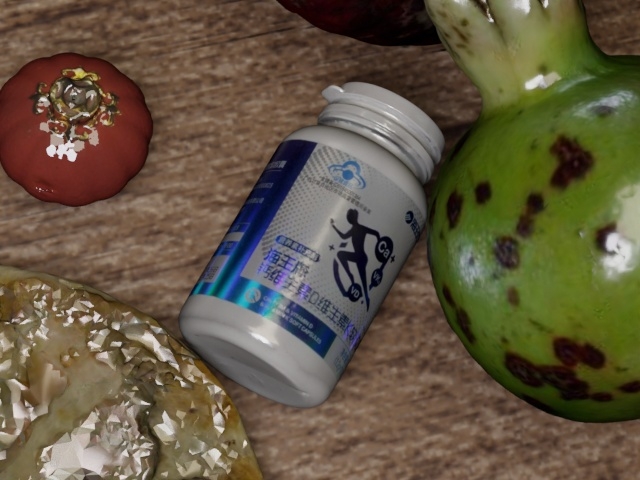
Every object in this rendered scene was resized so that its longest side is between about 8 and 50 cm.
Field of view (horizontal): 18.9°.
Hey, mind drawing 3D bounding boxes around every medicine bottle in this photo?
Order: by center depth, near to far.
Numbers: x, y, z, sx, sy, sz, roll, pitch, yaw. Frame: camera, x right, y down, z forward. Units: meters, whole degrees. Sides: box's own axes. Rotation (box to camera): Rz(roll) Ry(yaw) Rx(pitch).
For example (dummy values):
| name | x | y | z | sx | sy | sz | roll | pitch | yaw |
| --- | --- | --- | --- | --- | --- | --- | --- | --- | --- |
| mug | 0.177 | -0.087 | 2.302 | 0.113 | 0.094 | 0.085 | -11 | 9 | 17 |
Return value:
| name | x | y | z | sx | sy | sz | roll | pitch | yaw |
| --- | --- | --- | --- | --- | --- | --- | --- | --- | --- |
| medicine bottle | 0.000 | 0.000 | 1.194 | 0.107 | 0.107 | 0.191 | 29 | 72 | 2 |

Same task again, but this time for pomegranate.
| name | x | y | z | sx | sy | sz | roll | pitch | yaw |
| --- | --- | --- | --- | --- | --- | --- | --- | --- | --- |
| pomegranate | 0.159 | -0.034 | 1.126 | 0.242 | 0.306 | 0.242 | -18 | 38 | 15 |

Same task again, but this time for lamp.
| name | x | y | z | sx | sy | sz | roll | pitch | yaw |
| --- | --- | --- | --- | --- | --- | --- | --- | --- | --- |
| lamp | -0.155 | -0.070 | 1.204 | 0.101 | 0.090 | 0.101 | 4 | 70 | -10 |

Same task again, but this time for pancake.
| name | x | y | z | sx | sy | sz | roll | pitch | yaw |
| --- | --- | --- | --- | --- | --- | --- | --- | --- | --- |
| pancake | -0.228 | 0.187 | 1.126 | 0.382 | 0.071 | 0.382 | 2 | 75 | -7 |

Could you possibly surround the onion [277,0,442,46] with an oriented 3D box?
| name | x | y | z | sx | sy | sz | roll | pitch | yaw |
| --- | --- | --- | --- | --- | --- | --- | --- | --- | --- |
| onion | 0.061 | -0.300 | 1.236 | 0.348 | 0.285 | 0.347 | -9 | 115 | -19 |
